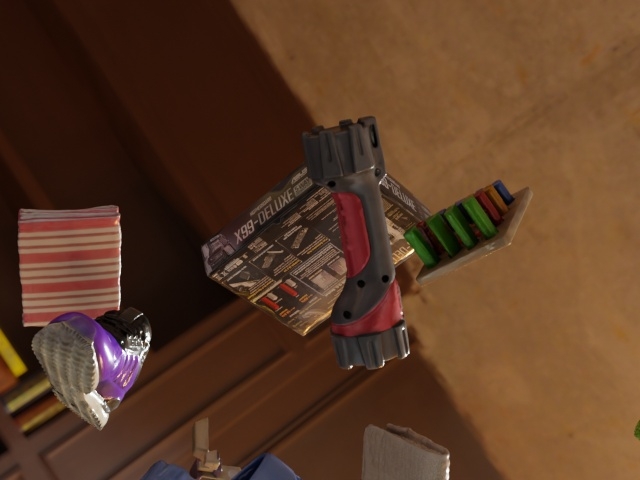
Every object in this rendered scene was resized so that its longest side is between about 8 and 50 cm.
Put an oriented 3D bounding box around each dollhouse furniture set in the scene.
[{"bbox_3d":[-0.152,0.321,1.849,0.091,0.081,0.114,120,-27,-44],"label":"dollhouse furniture set"}]

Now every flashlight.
[{"bbox_3d":[0.039,0.006,1.496,0.103,0.103,0.304,-3,-74,35],"label":"flashlight"}]

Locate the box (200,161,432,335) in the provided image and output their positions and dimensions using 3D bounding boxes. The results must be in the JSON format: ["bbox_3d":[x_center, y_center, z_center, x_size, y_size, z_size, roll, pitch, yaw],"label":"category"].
[{"bbox_3d":[0.000,0.000,1.940,0.242,0.307,0.077,35,26,-38],"label":"box"}]

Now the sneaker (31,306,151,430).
[{"bbox_3d":[-0.289,0.137,1.580,0.102,0.146,0.293,36,-25,9],"label":"sneaker"}]

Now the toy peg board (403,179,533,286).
[{"bbox_3d":[0.209,-0.031,1.743,0.161,0.161,0.079,-28,-75,34],"label":"toy peg board"}]

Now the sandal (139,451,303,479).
[{"bbox_3d":[-0.035,0.243,1.007,0.126,0.317,0.138,-28,-113,56],"label":"sandal"}]

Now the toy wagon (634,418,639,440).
[{"bbox_3d":[0.557,0.218,1.421,0.267,0.344,0.068,38,1,1],"label":"toy wagon"}]

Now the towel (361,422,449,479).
[{"bbox_3d":[0.119,0.370,1.713,0.282,0.049,0.187,-173,-95,-73],"label":"towel"}]

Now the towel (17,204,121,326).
[{"bbox_3d":[-0.361,0.038,1.721,0.029,0.144,0.197,-113,-155,-54],"label":"towel"}]
